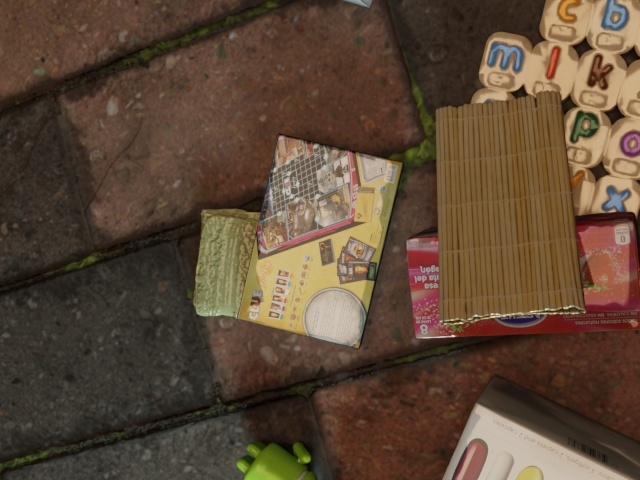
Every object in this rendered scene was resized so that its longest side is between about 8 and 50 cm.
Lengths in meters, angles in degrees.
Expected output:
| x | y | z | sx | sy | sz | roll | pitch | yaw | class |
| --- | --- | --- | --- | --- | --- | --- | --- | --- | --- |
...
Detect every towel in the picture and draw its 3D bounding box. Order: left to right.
| x | y | z | sx | sy | sz | roll | pitch | yaw | class |
| --- | --- | --- | --- | --- | --- | --- | --- | --- | --- |
| -0.114 | 0.032 | 1.300 | 0.110 | 0.027 | 0.148 | 5 | 92 | 15 | towel |

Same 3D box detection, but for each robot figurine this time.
| x | y | z | sx | sy | sz | roll | pitch | yaw | class |
| --- | --- | --- | --- | --- | --- | --- | --- | --- | --- |
| -0.052 | 0.309 | 1.264 | 0.115 | 0.067 | 0.101 | 35 | 92 | 13 | robot figurine |

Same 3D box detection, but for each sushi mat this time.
| x | y | z | sx | sy | sz | roll | pitch | yaw | class |
| --- | --- | --- | --- | --- | --- | --- | --- | --- | --- |
| 0.204 | -0.046 | 1.088 | 0.151 | 0.019 | 0.317 | -9 | 51 | 17 | sushi mat |

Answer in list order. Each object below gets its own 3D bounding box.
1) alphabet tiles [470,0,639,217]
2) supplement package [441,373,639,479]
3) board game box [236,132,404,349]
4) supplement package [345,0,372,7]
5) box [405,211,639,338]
| x | y | z | sx | sy | sz | roll | pitch | yaw | class |
| --- | --- | --- | --- | --- | --- | --- | --- | --- | --- |
| 0.324 | -0.156 | 1.167 | 0.284 | 0.021 | 0.278 | 15 | 98 | 16 | alphabet tiles |
| 0.277 | 0.285 | 1.094 | 0.261 | 0.204 | 0.145 | 24 | 98 | 15 | supplement package |
| 0.000 | 0.000 | 1.242 | 0.165 | 0.042 | 0.243 | 14 | 95 | 5 | board game box |
| -0.034 | -0.396 | 1.181 | 0.203 | 0.194 | 0.149 | 18 | 97 | 15 | supplement package |
| 0.240 | 0.039 | 1.133 | 0.256 | 0.128 | 0.123 | -5 | 96 | 19 | box |
